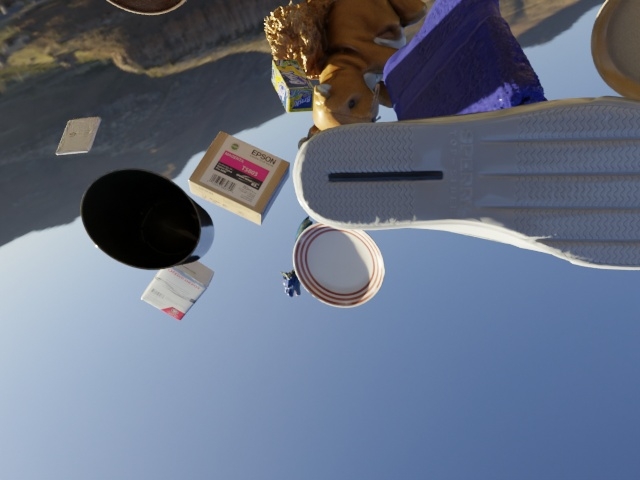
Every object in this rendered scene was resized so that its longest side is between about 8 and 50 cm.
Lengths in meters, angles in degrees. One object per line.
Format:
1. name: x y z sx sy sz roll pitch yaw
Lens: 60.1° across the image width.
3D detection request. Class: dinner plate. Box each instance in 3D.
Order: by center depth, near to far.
1. dinner plate: 0.028 0.034 0.818 0.141 0.141 0.017 -16 -166 26

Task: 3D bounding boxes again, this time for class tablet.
1. tablet: -0.380 -0.166 0.870 0.054 0.006 0.083 -5 -131 2

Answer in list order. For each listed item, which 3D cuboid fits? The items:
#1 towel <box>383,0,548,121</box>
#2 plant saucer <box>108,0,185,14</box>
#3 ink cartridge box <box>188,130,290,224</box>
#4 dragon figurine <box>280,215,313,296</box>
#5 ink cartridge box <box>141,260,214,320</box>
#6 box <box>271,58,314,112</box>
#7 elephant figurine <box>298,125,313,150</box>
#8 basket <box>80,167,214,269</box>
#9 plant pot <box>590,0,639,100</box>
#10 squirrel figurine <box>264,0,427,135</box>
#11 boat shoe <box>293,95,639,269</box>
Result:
1. towel: 0.197 -0.227 0.802 0.227 0.076 0.308 -48 -145 41
2. plant saucer: -0.253 -0.415 0.757 0.199 0.198 0.036 -17 -143 23
3. ink cartridge box: -0.232 -0.183 1.608 0.088 0.235 0.193 104 11 -68
4. dragon figurine: 0.000 0.000 1.221 0.144 0.288 0.085 8 -164 -25
5. ink cartridge box: -0.335 0.104 1.301 0.150 0.109 0.063 -46 -164 34
6. box: -0.062 -0.339 1.205 0.059 0.054 0.168 -7 -141 -14
7. elephant figurine: 0.070 -0.219 1.497 0.240 0.169 0.186 7 -137 27
8. basket: -0.281 -0.026 0.989 0.227 0.205 0.154 62 53 -85
9. plant pot: 0.558 -0.324 0.872 0.237 0.236 0.032 -6 -145 45
10. squirrel figurine: 0.041 -0.455 1.437 0.370 0.397 0.281 -62 177 -20
11. boat shoe: 0.149 -0.059 0.442 0.336 0.120 0.119 8 -161 14
